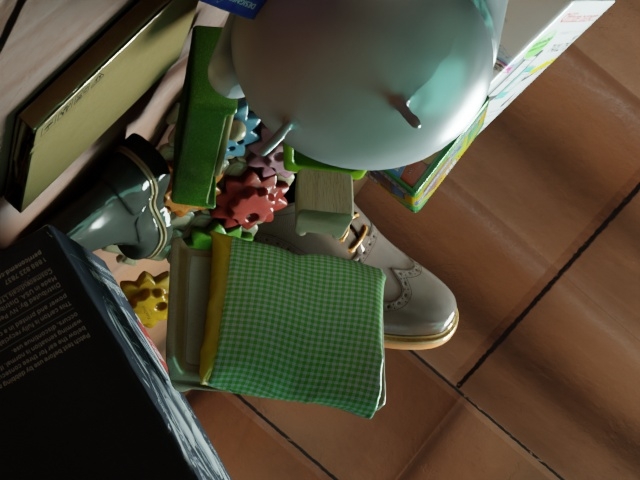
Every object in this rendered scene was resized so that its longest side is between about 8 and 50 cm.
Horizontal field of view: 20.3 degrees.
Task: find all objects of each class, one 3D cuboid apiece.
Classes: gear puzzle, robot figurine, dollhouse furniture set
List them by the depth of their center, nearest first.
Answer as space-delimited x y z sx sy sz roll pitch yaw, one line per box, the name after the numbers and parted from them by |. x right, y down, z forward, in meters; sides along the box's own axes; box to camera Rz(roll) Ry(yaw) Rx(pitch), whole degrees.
0.045 -0.196 1.389 0.300 0.200 0.353 -20 -143 32 | robot figurine
-0.028 -0.018 1.561 0.151 0.197 0.302 109 -16 -52 | dollhouse furniture set
-0.132 -0.015 1.854 0.175 0.044 0.339 11 131 -32 | gear puzzle

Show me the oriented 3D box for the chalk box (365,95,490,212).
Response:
0.091 -0.129 1.901 0.132 0.132 0.213 -51 175 -2 | chalk box

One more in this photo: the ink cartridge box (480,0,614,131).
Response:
0.182 -0.273 2.204 0.270 0.197 0.198 -45 169 23 | ink cartridge box

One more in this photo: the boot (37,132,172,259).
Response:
-0.214 -0.009 1.704 0.137 0.077 0.198 -43 160 -22 | boot

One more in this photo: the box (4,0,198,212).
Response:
-0.170 -0.122 1.412 0.201 0.021 0.164 -48 176 -25 | box

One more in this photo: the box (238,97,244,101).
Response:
0.010 -0.206 1.983 0.203 0.103 0.114 -45 173 -46 | box

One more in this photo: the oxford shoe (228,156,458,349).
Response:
0.000 0.000 1.954 0.133 0.363 0.130 -58 -173 48 | oxford shoe

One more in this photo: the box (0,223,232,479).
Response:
-0.199 0.176 1.507 0.179 0.312 0.343 -30 175 -2 | box

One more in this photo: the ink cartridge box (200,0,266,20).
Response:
0.018 -0.289 1.141 0.175 0.069 0.371 13 124 -50 | ink cartridge box
